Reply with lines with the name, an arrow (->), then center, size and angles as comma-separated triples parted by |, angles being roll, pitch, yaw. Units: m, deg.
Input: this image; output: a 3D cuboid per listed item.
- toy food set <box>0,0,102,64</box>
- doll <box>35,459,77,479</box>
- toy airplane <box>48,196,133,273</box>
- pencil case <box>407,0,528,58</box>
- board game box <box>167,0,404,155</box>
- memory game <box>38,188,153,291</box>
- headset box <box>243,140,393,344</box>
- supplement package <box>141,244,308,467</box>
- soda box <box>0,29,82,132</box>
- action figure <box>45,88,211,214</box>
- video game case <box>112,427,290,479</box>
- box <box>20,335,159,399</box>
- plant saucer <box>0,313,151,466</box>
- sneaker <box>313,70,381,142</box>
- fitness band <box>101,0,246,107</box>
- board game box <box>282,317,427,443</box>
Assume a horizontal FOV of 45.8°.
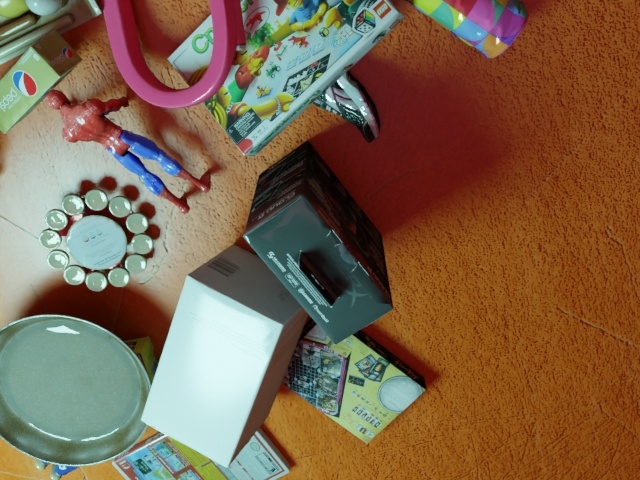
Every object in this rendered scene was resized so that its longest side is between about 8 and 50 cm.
toy food set -> -0.499, -0.368, 1.098 | 0.306, 0.092, 0.219 | -22, 112, 9
doll -> -0.463, 0.384, 1.450 | 0.189, 0.046, 0.129 | -38, 109, 16
toy airplane -> -0.388, -0.004, 1.290 | 0.151, 0.028, 0.151 | 0, 113, -1
pencil case -> 0.187, -0.363, 1.092 | 0.236, 0.104, 0.104 | 33, 110, -14
board game box -> -0.055, -0.295, 1.111 | 0.305, 0.053, 0.193 | -41, 84, 16
memory game -> -0.373, 0.001, 1.271 | 0.186, 0.012, 0.186 | -3, 112, -7
headset box -> 0.000, 0.000, 1.144 | 0.110, 0.293, 0.218 | -34, 110, 14
supplement package -> -0.152, 0.189, 1.269 | 0.175, 0.177, 0.292 | 25, 112, 10
soda box -> -0.438, -0.235, 1.137 | 0.181, 0.061, 0.058 | -28, 112, 38
action figure -> -0.310, -0.164, 1.197 | 0.091, 0.139, 0.280 | -44, 128, 14
video game case -> -0.232, 0.437, 1.482 | 0.285, 0.025, 0.204 | -30, 110, 12
box -> -0.416, 0.241, 1.381 | 0.232, 0.058, 0.087 | -9, 112, 4
plant saucer -> -0.444, 0.258, 1.330 | 0.311, 0.050, 0.310 | 1, 112, 2
sneaker -> 0.026, -0.225, 1.175 | 0.077, 0.072, 0.178 | -31, 98, 19
fitness band -> -0.216, -0.337, 1.087 | 0.209, 0.054, 0.290 | -3, 103, 26
board game box -> 0.048, 0.247, 1.387 | 0.243, 0.042, 0.165 | 39, 109, -15
